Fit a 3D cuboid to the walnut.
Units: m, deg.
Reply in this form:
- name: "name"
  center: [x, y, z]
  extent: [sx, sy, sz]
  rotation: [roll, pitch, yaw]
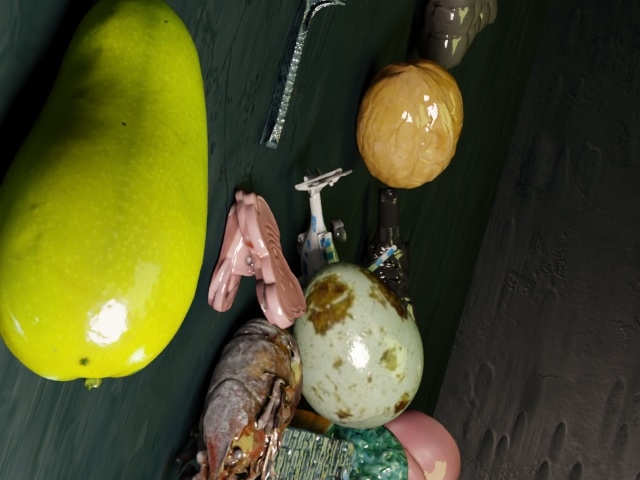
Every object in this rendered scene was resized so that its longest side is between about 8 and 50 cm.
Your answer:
- name: "walnut"
  center: [0.128, -0.170, 1.833]
  extent: [0.206, 0.159, 0.159]
  rotation: [91, 20, -47]

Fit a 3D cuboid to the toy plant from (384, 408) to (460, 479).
- name: "toy plant"
  center: [0.084, 0.465, 2.227]
  extent: [0.356, 0.211, 0.317]
  rotation: [-39, 145, -47]

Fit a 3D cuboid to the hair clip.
- name: "hair clip"
  center: [-0.058, 0.021, 1.404]
  extent: [0.123, 0.102, 0.138]
  rotation: [6, 98, -79]

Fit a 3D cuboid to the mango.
- name: "mango"
  center: [-0.152, -0.039, 0.918]
  extent: [0.175, 0.143, 0.293]
  rotation: [54, 41, -65]

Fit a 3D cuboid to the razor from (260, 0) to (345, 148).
- name: "razor"
  center: [-0.030, -0.196, 1.438]
  extent: [0.066, 0.033, 0.190]
  rotation: [17, 91, -31]

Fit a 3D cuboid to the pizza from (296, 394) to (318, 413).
- name: "pizza"
  center: [-0.002, 0.312, 1.989]
  extent: [0.251, 0.074, 0.287]
  rotation: [52, 58, -74]

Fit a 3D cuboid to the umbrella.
- name: "umbrella"
  center: [0.114, 0.054, 2.119]
  extent: [0.118, 0.118, 0.340]
  rotation: [-59, 155, -48]

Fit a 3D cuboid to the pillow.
- name: "pillow"
  center: [0.246, -0.436, 2.128]
  extent: [0.326, 0.101, 0.228]
  rotation: [-48, 151, -58]

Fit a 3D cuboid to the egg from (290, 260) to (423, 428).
- name: "egg"
  center: [0.042, 0.131, 1.607]
  extent: [0.169, 0.169, 0.231]
  rotation: [-58, 138, -51]

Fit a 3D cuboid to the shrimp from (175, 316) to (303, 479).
- name: "shrimp"
  center: [-0.094, 0.225, 1.444]
  extent: [0.343, 0.116, 0.145]
  rotation: [-66, 158, -48]

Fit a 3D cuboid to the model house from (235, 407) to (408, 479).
- name: "model house"
  center: [-0.025, 0.339, 1.613]
  extent: [0.241, 0.226, 0.261]
  rotation: [44, 60, -74]

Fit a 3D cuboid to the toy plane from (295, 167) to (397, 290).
- name: "toy plane"
  center: [-0.010, 0.003, 1.659]
  extent: [0.182, 0.107, 0.273]
  rotation: [-33, 139, 1]
